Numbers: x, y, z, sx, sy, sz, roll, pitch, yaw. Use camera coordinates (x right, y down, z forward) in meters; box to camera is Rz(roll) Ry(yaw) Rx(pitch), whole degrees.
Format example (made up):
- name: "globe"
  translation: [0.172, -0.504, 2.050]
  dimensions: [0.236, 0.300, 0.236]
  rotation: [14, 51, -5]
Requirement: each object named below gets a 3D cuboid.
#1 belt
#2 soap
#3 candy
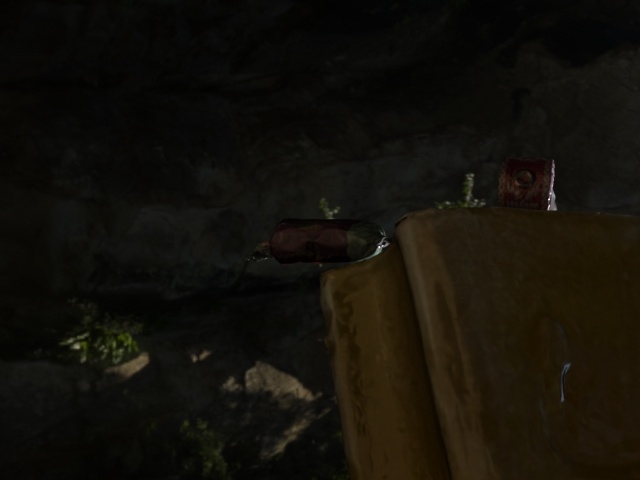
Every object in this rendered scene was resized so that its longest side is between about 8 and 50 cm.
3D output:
- name: "belt"
  translation: [0.212, -0.026, 0.662]
  dimensions: [0.053, 0.232, 0.071]
  rotation: [5, -98, 23]
- name: "soap"
  translation: [0.168, 0.156, 0.413]
  dimensions: [0.156, 0.293, 0.335]
  rotation: [136, -50, -56]
- name: "candy"
  translation: [0.000, 0.000, 0.581]
  dimensions: [0.175, 0.045, 0.043]
  rotation: [-3, -84, 34]
